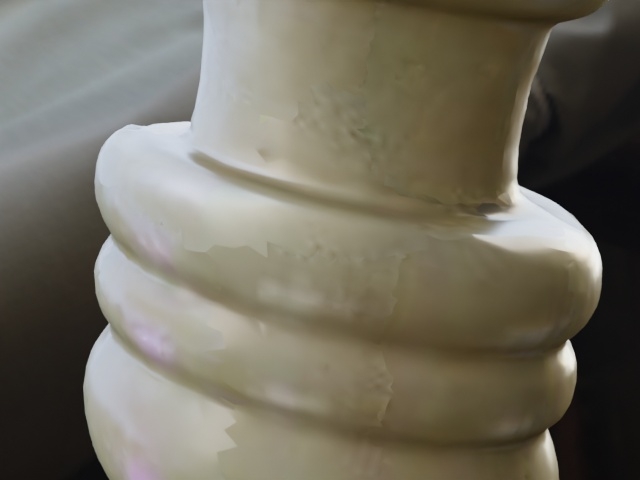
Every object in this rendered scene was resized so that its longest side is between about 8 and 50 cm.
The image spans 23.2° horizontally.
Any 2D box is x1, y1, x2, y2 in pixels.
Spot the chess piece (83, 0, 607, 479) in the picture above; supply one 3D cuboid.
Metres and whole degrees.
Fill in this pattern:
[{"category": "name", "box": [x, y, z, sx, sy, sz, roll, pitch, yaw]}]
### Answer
[{"category": "chess piece", "box": [0.000, 0.000, 0.366, 0.138, 0.124, 0.307, 7, -76, -9]}]
